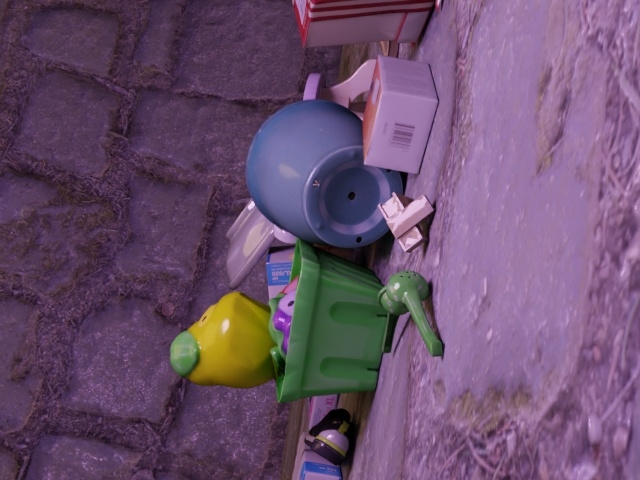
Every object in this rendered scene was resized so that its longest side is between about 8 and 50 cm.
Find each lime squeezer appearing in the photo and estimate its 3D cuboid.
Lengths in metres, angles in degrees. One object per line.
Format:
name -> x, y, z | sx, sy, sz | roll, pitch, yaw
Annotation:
lime squeezer -> 0.118, 0.097, 1.055 | 0.310, 0.058, 0.110 | 130, 119, -79

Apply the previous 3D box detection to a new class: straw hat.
straw hat -> 0.000, 0.000, 1.672 | 0.144, 0.144, 0.061 | -100, 5, -78

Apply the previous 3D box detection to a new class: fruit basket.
fruit basket -> -0.080, 0.144, 1.422 | 0.392, 0.392, 0.283 | -114, 33, -83

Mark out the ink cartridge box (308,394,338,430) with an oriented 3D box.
ink cartridge box -> 0.011, 0.310, 1.913 | 0.311, 0.065, 0.186 | -88, 8, -73

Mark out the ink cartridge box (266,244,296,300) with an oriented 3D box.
ink cartridge box -> -0.028, 0.137, 1.747 | 0.171, 0.168, 0.233 | -96, 2, -78

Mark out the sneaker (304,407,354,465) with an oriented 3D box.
sneaker -> 0.032, 0.375, 1.510 | 0.097, 0.084, 0.235 | -57, 1, -11

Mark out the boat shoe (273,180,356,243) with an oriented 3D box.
boat shoe -> 0.012, -0.102, 1.660 | 0.301, 0.108, 0.102 | -35, -39, -34

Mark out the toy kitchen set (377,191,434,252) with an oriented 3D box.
toy kitchen set -> 0.142, -0.032, 1.116 | 0.068, 0.075, 0.083 | -39, 63, 23

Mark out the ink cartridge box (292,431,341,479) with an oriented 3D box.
ink cartridge box -> -0.012, 0.501, 1.608 | 0.191, 0.082, 0.140 | -96, 17, -80

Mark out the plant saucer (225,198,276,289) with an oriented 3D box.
plant saucer -> -0.130, -0.066, 1.888 | 0.400, 0.100, 0.400 | -53, 6, 8

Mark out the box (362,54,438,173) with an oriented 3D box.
box -> 0.125, -0.208, 1.273 | 0.170, 0.091, 0.130 | -88, 8, -58

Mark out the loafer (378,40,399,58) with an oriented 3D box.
loafer -> 0.151, -0.447, 1.761 | 0.056, 0.050, 0.148 | 114, 165, -75

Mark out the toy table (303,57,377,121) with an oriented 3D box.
toy table -> 0.051, -0.296, 1.806 | 0.274, 0.160, 0.252 | -76, -12, -58

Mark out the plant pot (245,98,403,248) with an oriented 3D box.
plant pot -> 0.023, -0.106, 1.432 | 0.255, 0.271, 0.272 | -136, 53, -65

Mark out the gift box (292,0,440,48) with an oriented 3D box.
gift box -> 0.087, -0.475, 1.362 | 0.255, 0.258, 0.276 | 115, 144, -70
